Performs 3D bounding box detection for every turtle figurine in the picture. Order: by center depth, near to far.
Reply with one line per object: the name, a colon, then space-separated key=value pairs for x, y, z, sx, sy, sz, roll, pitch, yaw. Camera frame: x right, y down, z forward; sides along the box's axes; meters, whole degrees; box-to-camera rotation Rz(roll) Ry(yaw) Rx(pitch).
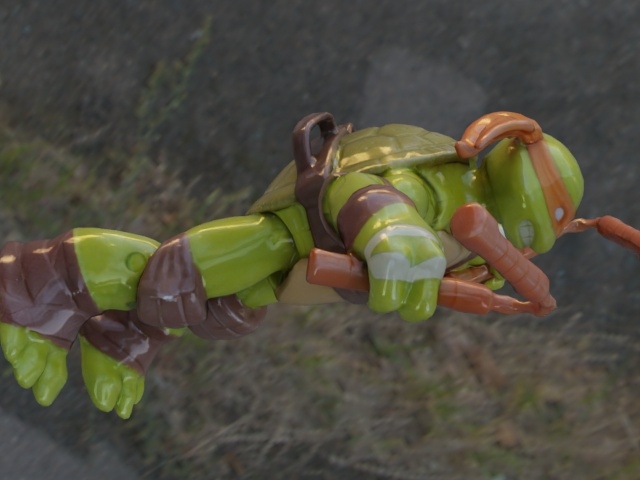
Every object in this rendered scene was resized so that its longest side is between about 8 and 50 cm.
turtle figurine: x=0.000 y=0.000 z=0.695 sx=0.217 sy=0.269 sz=0.087 roll=-16 pitch=89 yaw=14
